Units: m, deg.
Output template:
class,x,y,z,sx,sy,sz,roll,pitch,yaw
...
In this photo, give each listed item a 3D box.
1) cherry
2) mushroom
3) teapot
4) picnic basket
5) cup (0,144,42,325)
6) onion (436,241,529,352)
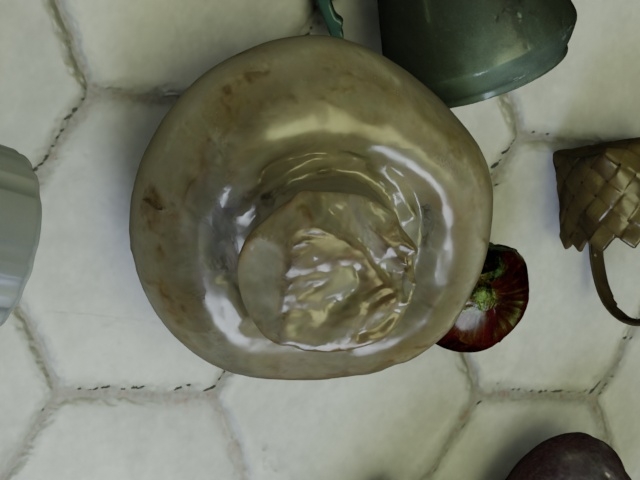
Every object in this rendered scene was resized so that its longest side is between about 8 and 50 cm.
class,x,y,z,sx,sy,sz,roll,pitch,yaw
cherry,0.246,0.278,1.633,0.176,0.140,0.176,-3,115,-7
mushroom,0.000,0.000,1.310,0.297,0.290,0.297,-5,116,-9
teapot,0.093,-0.235,1.401,0.203,0.171,0.225,-19,108,7
picnic basket,0.300,-0.008,1.588,0.137,0.128,0.178,-9,90,-26
cup,-0.313,-0.041,1.200,0.202,0.167,0.221,15,97,-35
onion,0.132,0.048,1.523,0.117,0.118,0.119,9,100,1
